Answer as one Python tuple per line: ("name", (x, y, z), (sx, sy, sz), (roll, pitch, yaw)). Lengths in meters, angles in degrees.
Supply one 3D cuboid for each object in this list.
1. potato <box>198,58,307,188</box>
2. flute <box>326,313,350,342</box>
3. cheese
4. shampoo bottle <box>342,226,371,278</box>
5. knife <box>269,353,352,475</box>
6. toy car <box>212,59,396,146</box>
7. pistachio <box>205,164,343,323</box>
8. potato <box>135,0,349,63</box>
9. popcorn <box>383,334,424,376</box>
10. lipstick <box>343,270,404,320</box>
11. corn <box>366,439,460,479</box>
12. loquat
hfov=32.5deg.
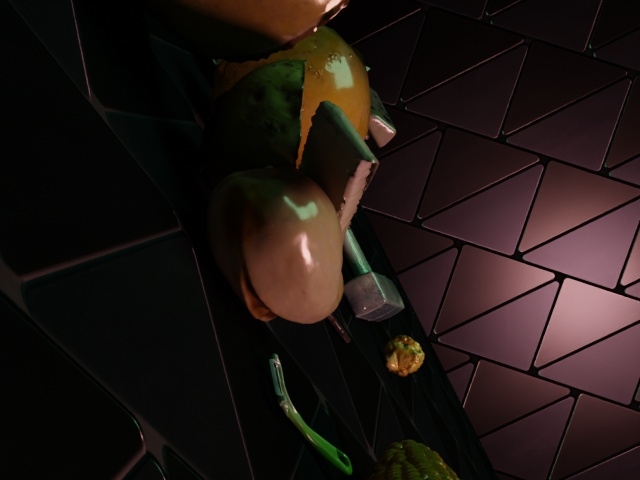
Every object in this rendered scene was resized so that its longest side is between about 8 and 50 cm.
("potato", (-0.082, -0.111, 1.256), (0.271, 0.111, 0.160), (110, -15, -73))
("flute", (-0.005, 0.088, 1.626), (0.269, 0.014, 0.014), (55, 11, -51))
("cheese", (-0.001, -0.033, 1.218), (0.085, 0.034, 0.400), (49, -21, 11))
("shampoo bottle", (0.050, -0.009, 2.340), (0.190, 0.041, 0.069), (63, 12, 2))
("knife", (-0.012, 0.186, 1.116), (0.166, 0.023, 0.078), (57, 16, -37))
("toy car", (-0.047, -0.279, 1.815), (0.336, 0.226, 0.242), (61, 7, -34))
("pistachio", (-0.044, 0.008, 1.126), (0.215, 0.144, 0.144), (64, 4, -46))
("potato", (-0.123, -0.452, 1.253), (0.319, 0.385, 0.442), (40, 10, -44))
("popcorn", (0.161, 0.234, 2.135), (0.084, 0.084, 0.084), (62, 6, -12))
("lipstick", (0.106, 0.111, 2.133), (0.076, 0.078, 0.290), (65, 7, 9))
("corn", (0.103, 0.298, 1.143), (0.130, 0.130, 0.347), (63, 2, -5))
("loquat", (-0.039, -0.192, 1.510), (0.235, 0.235, 0.235), (62, 6, -12))
